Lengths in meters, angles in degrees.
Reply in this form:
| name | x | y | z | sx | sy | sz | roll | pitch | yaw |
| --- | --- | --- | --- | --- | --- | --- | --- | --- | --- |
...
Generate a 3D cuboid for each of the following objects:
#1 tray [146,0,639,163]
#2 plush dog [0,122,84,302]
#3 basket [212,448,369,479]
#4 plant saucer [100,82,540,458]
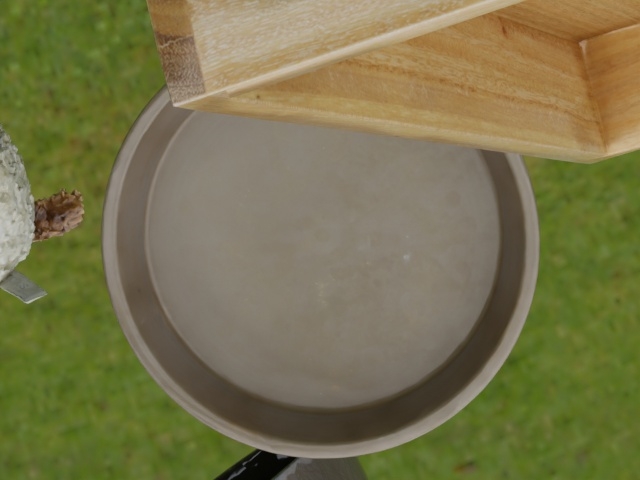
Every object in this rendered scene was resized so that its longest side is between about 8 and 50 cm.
| name | x | y | z | sx | sy | sz | roll | pitch | yaw |
| --- | --- | --- | --- | --- | --- | --- | --- | --- | --- |
| tray | 0.124 | -0.096 | 0.681 | 0.202 | 0.076 | 0.411 | -16 | 172 | 24 |
| plush dog | -0.334 | -0.073 | 1.653 | 0.210 | 0.262 | 0.225 | -12 | 133 | 2 |
| basket | -0.003 | 0.268 | 1.331 | 0.204 | 0.227 | 0.154 | -38 | -174 | -28 |
| plant saucer | 0.000 | 0.000 | 1.196 | 0.277 | 0.278 | 0.041 | -27 | -175 | 9 |
